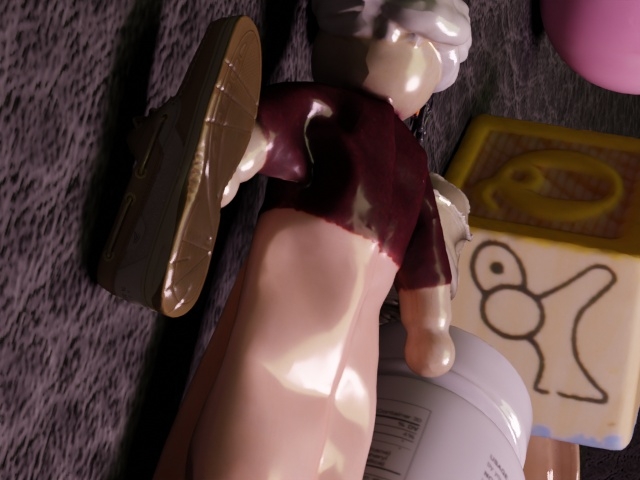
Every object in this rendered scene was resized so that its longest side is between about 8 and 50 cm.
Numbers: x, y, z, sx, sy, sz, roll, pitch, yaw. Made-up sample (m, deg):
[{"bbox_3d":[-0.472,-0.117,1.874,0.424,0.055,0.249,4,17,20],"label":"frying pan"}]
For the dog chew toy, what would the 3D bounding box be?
[{"bbox_3d":[0.307,-0.309,1.810,0.206,0.207,0.332,-64,151,-48],"label":"dog chew toy"}]

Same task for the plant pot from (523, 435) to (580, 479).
[{"bbox_3d":[0.157,0.240,1.710,0.237,0.110,0.237,3,90,-69],"label":"plant pot"}]

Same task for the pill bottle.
[{"bbox_3d":[0.032,0.181,1.101,0.283,0.160,0.160,-62,157,-51],"label":"pill bottle"}]

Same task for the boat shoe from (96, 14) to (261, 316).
[{"bbox_3d":[-0.063,-0.036,0.808,0.050,0.045,0.135,46,59,-64],"label":"boat shoe"}]

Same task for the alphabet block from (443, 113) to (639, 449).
[{"bbox_3d":[0.193,0.032,1.586,0.193,0.192,0.197,-64,160,-54],"label":"alphabet block"}]

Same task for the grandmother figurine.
[{"bbox_3d":[0.000,0.000,0.956,0.208,0.104,0.342,45,55,-50],"label":"grandmother figurine"}]

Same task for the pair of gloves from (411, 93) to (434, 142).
[{"bbox_3d":[0.076,-0.116,1.379,0.083,0.010,0.074,70,31,-69],"label":"pair of gloves"}]

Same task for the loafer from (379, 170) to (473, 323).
[{"bbox_3d":[0.044,-0.006,1.165,0.268,0.102,0.092,78,23,-79],"label":"loafer"}]
